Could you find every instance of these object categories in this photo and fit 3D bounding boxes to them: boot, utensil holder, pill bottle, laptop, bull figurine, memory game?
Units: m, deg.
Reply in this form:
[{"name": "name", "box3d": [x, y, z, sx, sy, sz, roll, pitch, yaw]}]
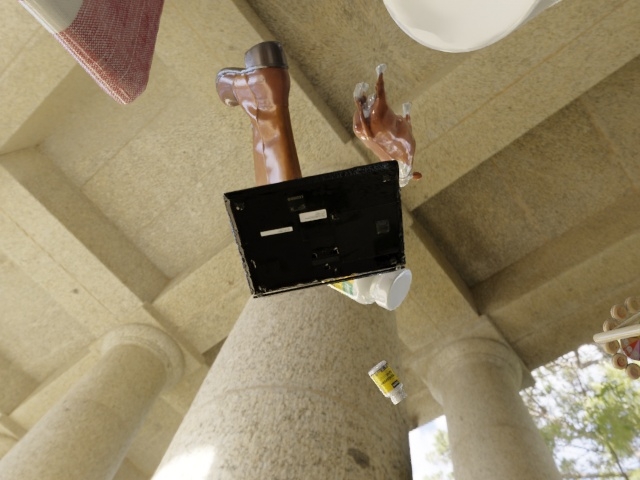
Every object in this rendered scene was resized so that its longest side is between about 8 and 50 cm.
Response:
[{"name": "boot", "box3d": [-0.125, -0.223, 0.941, 0.264, 0.096, 0.280, -5, -85, 50]}, {"name": "utensil holder", "box3d": [0.325, -0.549, 0.830, 0.328, 0.385, 0.327, 25, -43, 25]}, {"name": "pill bottle", "box3d": [0.073, 0.057, 0.919, 0.208, 0.118, 0.117, 25, -62, 34]}, {"name": "laptop", "box3d": [0.000, 0.000, 0.702, 0.234, 0.136, 0.264, -12, -60, -2]}, {"name": "bull figurine", "box3d": [0.155, -0.245, 1.025, 0.101, 0.310, 0.188, -8, -105, 22]}, {"name": "pill bottle", "box3d": [0.200, 0.419, 1.338, 0.065, 0.065, 0.116, -42, -102, 20]}, {"name": "memory game", "box3d": [0.703, 0.214, 0.995, 0.186, 0.012, 0.186, 1, -95, -9]}]

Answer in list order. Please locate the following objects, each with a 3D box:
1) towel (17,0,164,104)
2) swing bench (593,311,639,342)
[{"name": "towel", "box3d": [-0.182, -0.258, 0.209, 0.037, 0.237, 0.329, -9, -26, 17]}, {"name": "swing bench", "box3d": [0.636, 0.218, 0.719, 0.165, 0.254, 0.253, -33, -102, 0]}]
